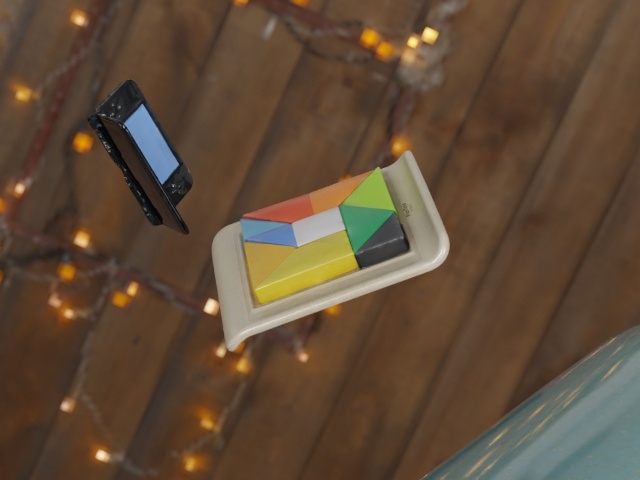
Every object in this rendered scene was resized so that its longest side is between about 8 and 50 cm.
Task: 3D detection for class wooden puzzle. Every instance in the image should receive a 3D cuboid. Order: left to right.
[{"bbox_3d":[0.000,0.000,1.632,0.221,0.239,0.044,-106,171,-61],"label":"wooden puzzle"}]

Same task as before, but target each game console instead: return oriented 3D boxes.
[{"bbox_3d":[-0.146,-0.076,1.457,0.071,0.122,0.107,-11,29,36],"label":"game console"}]

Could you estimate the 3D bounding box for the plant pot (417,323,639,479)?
[{"bbox_3d":[0.132,0.215,0.713,0.341,0.341,0.334,30,40,24],"label":"plant pot"}]
